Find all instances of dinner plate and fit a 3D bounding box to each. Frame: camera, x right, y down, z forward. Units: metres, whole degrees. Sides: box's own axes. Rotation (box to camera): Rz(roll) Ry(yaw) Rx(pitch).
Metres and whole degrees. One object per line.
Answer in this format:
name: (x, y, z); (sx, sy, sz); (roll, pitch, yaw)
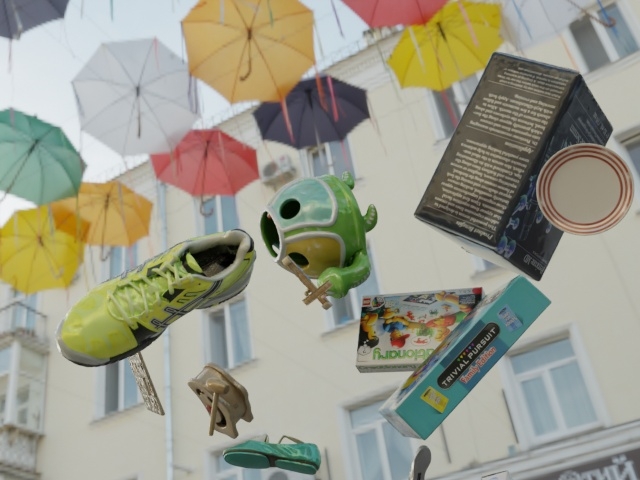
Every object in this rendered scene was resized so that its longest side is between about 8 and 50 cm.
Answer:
dinner plate: (0.402, -0.077, 1.177); (0.141, 0.141, 0.017); (-22, -11, 17)

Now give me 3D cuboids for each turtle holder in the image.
turtle holder: (-0.009, 0.000, 1.832); (0.227, 0.321, 0.243); (-9, -14, -26)

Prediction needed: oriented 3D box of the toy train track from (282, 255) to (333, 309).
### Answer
toy train track: (-0.017, 0.054, 0.952); (0.048, 0.014, 0.083); (-40, -86, 27)

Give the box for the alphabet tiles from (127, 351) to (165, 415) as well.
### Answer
alphabet tiles: (-0.385, 0.247, 1.604); (0.009, 0.237, 0.198); (-21, 0, -22)

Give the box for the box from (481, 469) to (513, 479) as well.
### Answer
box: (0.208, 0.364, 0.822); (0.038, 0.186, 0.145); (-25, -77, 25)

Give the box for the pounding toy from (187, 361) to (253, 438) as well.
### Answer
pounding toy: (-0.291, 0.435, 2.053); (0.154, 0.155, 0.270); (26, -37, 28)

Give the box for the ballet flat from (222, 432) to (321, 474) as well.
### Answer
ballet flat: (-0.118, 0.532, 1.948); (0.247, 0.087, 0.083); (5, -46, 6)

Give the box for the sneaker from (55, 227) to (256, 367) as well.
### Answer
sneaker: (-0.280, 0.077, 1.331); (0.384, 0.145, 0.147); (-31, -16, -31)

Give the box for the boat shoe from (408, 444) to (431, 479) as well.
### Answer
boat shoe: (0.185, 0.429, 1.467); (0.035, 0.035, 0.100); (1, -73, -17)

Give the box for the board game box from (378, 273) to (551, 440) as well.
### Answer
board game box: (0.262, 0.226, 1.464); (0.336, 0.079, 0.254); (-45, -7, -11)

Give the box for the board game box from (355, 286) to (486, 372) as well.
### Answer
board game box: (0.241, 0.217, 1.853); (0.305, 0.193, 0.053); (-6, -34, 21)

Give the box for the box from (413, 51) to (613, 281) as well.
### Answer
box: (0.426, -0.153, 1.677); (0.293, 0.212, 0.396); (25, -89, -54)
